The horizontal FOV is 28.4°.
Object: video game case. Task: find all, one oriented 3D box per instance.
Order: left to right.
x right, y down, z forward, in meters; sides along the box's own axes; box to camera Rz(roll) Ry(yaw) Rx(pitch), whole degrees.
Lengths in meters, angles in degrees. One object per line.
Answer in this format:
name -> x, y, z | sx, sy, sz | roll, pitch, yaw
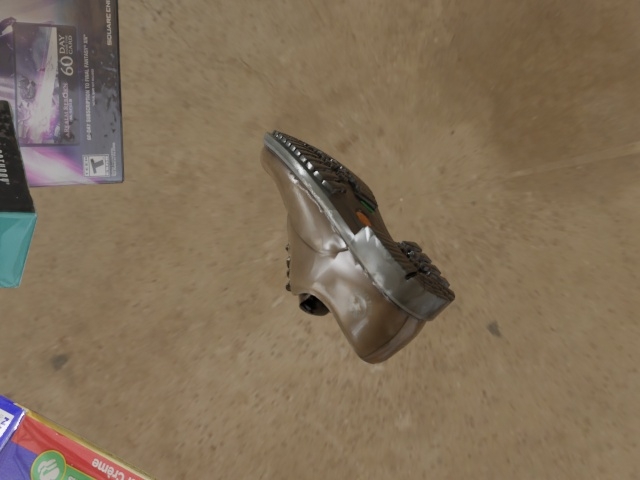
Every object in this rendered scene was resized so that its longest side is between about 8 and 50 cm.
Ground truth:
video game case -> -0.289, -0.143, 1.128 | 0.026, 0.274, 0.196 | 2, 96, 40

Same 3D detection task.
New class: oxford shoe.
oxford shoe -> 0.000, 0.000, 0.922 | 0.083, 0.227, 0.096 | 22, 114, -41

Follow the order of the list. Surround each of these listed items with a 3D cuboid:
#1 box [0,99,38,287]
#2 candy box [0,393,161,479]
box -> -0.282, -0.028, 0.668 | 0.244, 0.100, 0.060 | 1, 134, -27
candy box -> -0.271, 0.207, 1.102 | 0.317, 0.268, 0.122 | 15, 70, 45
